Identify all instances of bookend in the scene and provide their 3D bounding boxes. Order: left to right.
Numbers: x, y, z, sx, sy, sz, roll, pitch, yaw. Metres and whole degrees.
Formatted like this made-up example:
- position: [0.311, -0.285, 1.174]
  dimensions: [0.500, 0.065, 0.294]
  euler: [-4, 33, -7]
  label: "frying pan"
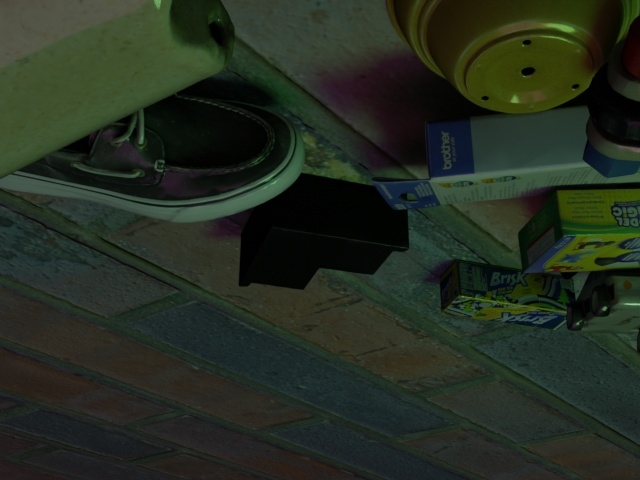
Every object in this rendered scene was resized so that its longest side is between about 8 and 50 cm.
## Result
- position: [0.000, 0.000, 1.065]
  dimensions: [0.157, 0.072, 0.156]
  euler: [8, 151, -15]
  label: "bookend"

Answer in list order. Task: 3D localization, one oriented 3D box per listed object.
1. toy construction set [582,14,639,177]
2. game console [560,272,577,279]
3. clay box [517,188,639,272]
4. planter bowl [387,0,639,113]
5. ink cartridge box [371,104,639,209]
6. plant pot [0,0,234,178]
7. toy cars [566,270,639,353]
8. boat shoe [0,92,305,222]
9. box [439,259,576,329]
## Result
- position: [0.317, -0.159, 0.558]
  dimensions: [0.237, 0.257, 0.309]
  euler: [20, 126, 17]
  label: "toy construction set"
- position: [0.324, 0.001, 1.050]
  dimensions: [0.107, 0.071, 0.122]
  euler: [12, 160, 32]
  label: "game console"
- position: [0.329, -0.009, 0.949]
  dimensions: [0.222, 0.053, 0.127]
  euler: [-1, 162, -6]
  label: "clay box"
- position: [0.162, -0.165, 0.742]
  dimensions: [0.217, 0.090, 0.217]
  euler: [0, 151, 0]
  label: "planter bowl"
- position: [0.209, -0.078, 0.865]
  dimensions: [0.311, 0.065, 0.186]
  euler: [-7, 174, 11]
  label: "ink cartridge box"
- position: [-0.230, -0.165, 0.565]
  dimensions: [0.305, 0.334, 0.334]
  euler: [-17, 148, 9]
  label: "plant pot"
- position: [0.414, 0.078, 1.139]
  dimensions: [0.176, 0.087, 0.393]
  euler: [-10, 161, 39]
  label: "toy cars"
- position: [-0.183, -0.094, 0.848]
  dimensions: [0.335, 0.121, 0.119]
  euler: [1, 156, 4]
  label: "boat shoe"
- position: [0.243, 0.072, 1.206]
  dimensions: [0.168, 0.054, 0.059]
  euler: [9, 150, -14]
  label: "box"
